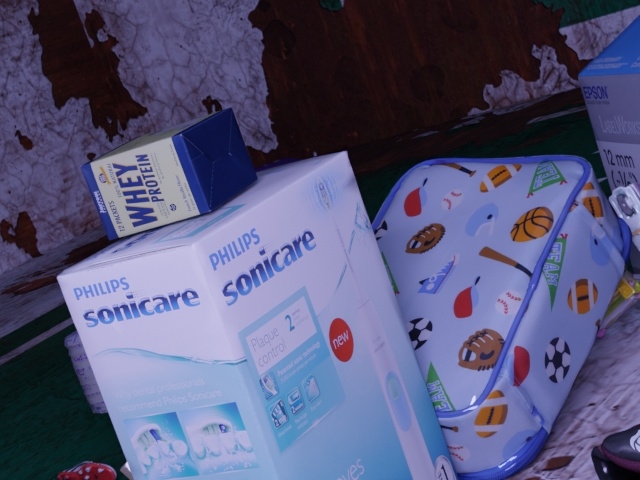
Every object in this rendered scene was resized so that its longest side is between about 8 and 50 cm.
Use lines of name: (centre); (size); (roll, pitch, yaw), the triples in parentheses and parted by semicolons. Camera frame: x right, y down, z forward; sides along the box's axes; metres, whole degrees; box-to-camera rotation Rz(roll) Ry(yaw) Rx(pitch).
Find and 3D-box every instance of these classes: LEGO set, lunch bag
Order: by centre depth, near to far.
lunch bag: (0.115, 0.055, 1.288); (0.243, 0.115, 0.303); (-1, 47, 43)
LEGO set: (0.204, 0.055, 1.432); (0.287, 0.132, 0.107); (-23, -12, 26)

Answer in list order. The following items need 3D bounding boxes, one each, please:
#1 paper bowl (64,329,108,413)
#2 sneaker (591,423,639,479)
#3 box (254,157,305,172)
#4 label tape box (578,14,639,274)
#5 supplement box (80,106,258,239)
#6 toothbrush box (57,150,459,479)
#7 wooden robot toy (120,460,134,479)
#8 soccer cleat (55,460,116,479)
paper bowl: (-0.114, 0.115, 1.595); (0.284, 0.148, 0.284); (-20, 2, 1)
sneaker: (0.268, 0.116, 1.042); (0.162, 0.106, 0.281); (-19, 10, 22)
box: (0.000, 0.000, 1.904); (0.057, 0.201, 0.293); (-23, 11, -12)
label tape box: (0.346, -0.113, 1.408); (0.115, 0.347, 0.249); (-22, 10, -11)
supplement box: (-0.103, -0.047, 1.044); (0.083, 0.056, 0.083); (-15, 11, 26)
toothbrush box: (-0.031, 0.112, 1.073); (0.126, 0.295, 0.216); (-14, 11, 33)
wooden robot toy: (-0.117, 0.194, 1.473); (0.173, 0.076, 0.079); (-22, -1, -17)
soccer cleat: (-0.237, 0.240, 1.564); (0.083, 0.029, 0.035); (-18, 13, 38)
